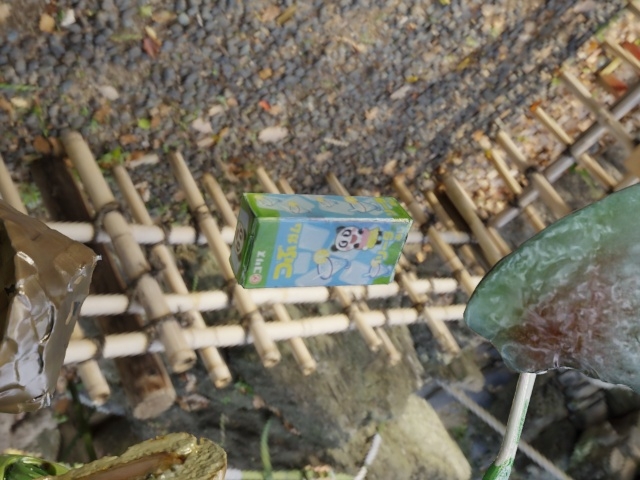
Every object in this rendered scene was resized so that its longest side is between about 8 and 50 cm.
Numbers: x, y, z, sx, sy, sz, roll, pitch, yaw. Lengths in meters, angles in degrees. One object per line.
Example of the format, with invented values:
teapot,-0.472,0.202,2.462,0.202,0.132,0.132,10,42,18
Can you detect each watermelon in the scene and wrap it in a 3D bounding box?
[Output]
watermelon,0.250,0.082,0.435,0.320,0.213,0.289,-5,157,19

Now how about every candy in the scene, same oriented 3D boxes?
candy,0.000,0.000,0.951,0.194,0.062,0.097,0,125,-23

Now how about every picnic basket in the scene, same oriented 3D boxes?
picnic basket,-0.500,0.061,1.029,0.337,0.337,0.293,26,80,-55

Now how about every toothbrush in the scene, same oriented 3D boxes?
toothbrush,0.221,0.303,1.055,0.040,0.418,0.042,3,150,36

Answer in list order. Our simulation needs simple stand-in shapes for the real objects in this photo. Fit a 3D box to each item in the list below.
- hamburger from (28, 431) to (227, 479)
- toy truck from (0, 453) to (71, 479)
hamburger,-0.233,0.353,0.853,0.330,0.162,0.209,-19,108,-30
toy truck,-0.400,0.362,1.115,0.187,0.210,0.148,32,76,-27
